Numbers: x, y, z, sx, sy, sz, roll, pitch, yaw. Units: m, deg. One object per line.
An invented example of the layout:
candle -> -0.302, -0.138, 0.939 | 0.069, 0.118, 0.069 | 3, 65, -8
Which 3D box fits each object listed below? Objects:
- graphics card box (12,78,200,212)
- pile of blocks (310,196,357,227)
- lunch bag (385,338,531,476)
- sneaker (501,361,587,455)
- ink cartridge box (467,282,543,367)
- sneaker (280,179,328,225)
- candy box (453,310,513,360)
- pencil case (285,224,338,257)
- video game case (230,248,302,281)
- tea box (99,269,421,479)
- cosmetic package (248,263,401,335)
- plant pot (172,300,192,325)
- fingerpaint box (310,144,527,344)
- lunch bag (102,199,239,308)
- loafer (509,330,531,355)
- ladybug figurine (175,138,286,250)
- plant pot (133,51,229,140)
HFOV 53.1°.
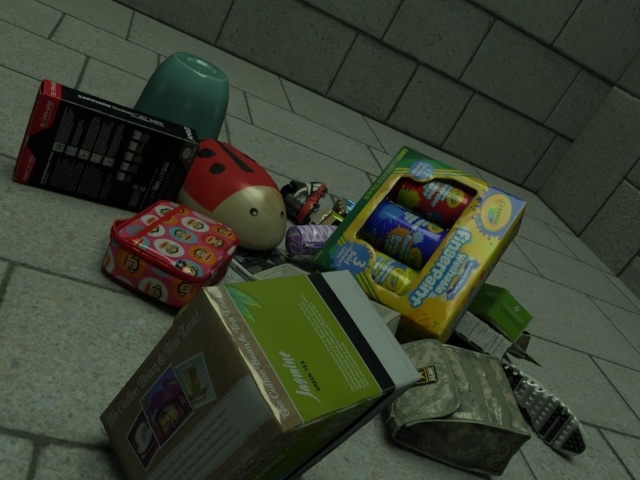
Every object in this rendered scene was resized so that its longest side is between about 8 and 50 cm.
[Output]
graphics card box -> -0.499, -0.204, 1.513 | 0.370, 0.233, 0.094 | 15, 27, -29
pile of blocks -> 0.081, -0.046, 1.971 | 0.112, 0.149, 0.362 | 35, 24, 12
lunch bag -> 0.271, 0.348, 1.398 | 0.287, 0.169, 0.235 | 16, 30, -12
sneaker -> 0.581, 0.430, 1.674 | 0.118, 0.110, 0.292 | 14, 27, -51
ink cartridge box -> 0.526, 0.234, 1.835 | 0.255, 0.097, 0.189 | 41, -9, -20
sneaker -> -0.058, -0.147, 2.069 | 0.135, 0.098, 0.276 | 32, 25, -2
candy box -> 0.411, 0.247, 1.789 | 0.233, 0.071, 0.159 | 37, -5, 13
pencil case -> 0.000, 0.000, 1.750 | 0.206, 0.086, 0.088 | -3, 10, -40
video game case -> -0.132, 0.075, 1.645 | 0.173, 0.022, 0.190 | 39, 26, 18
tea box -> -0.090, 0.234, 0.960 | 0.323, 0.329, 0.220 | -3, 52, -50
cosmetic package -> -0.001, 0.166, 1.408 | 0.309, 0.113, 0.160 | 24, 20, 25
plant pot -> -0.231, 0.169, 1.242 | 0.134, 0.134, 0.095 | 17, 0, -28
fingerpaint box -> 0.253, 0.014, 1.650 | 0.371, 0.163, 0.445 | 30, 66, 22
lunch bag -> -0.338, 0.017, 1.418 | 0.258, 0.120, 0.293 | 27, 22, 2
loafer -> 0.546, 0.251, 1.992 | 0.251, 0.087, 0.094 | 36, 24, 13
ladybug figurine -> -0.253, -0.145, 1.739 | 0.305, 0.162, 0.449 | 0, 34, -48
plant pot -> -0.435, -0.473, 2.113 | 0.293, 0.235, 0.293 | 25, 24, -12
